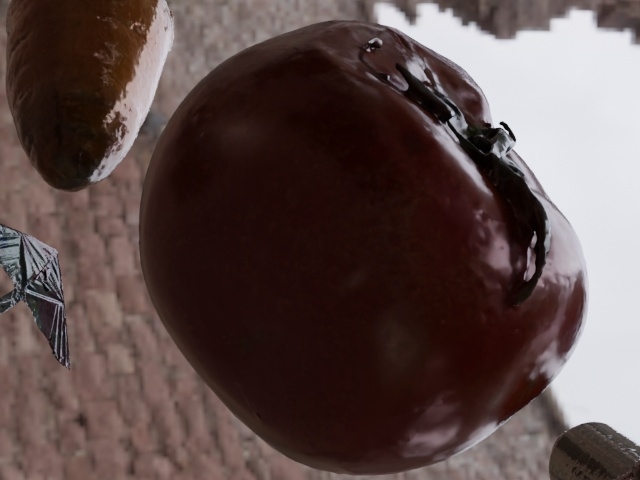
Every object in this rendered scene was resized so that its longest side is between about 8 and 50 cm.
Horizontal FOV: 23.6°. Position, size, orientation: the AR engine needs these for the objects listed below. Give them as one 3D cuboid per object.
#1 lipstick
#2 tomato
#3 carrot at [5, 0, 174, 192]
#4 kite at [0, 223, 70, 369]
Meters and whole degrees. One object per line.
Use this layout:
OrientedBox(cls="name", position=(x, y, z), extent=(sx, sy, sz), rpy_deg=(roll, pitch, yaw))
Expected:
OrientedBox(cls="lipstick", position=(0.133, 0.108, 0.663), extent=(0.186, 0.063, 0.057), rpy_deg=(-149, -137, -79))
OrientedBox(cls="tomato", position=(0.020, 0.007, 0.605), extent=(0.151, 0.187, 0.187), rpy_deg=(-53, -145, 19))
OrientedBox(cls="carrot", position=(-0.210, -0.134, 1.385), extent=(0.225, 0.159, 0.159), rpy_deg=(-97, -163, -45))
OrientedBox(cls="kite", position=(-0.221, 0.042, 1.131), extent=(0.137, 0.005, 0.152), rpy_deg=(60, 25, -17))
